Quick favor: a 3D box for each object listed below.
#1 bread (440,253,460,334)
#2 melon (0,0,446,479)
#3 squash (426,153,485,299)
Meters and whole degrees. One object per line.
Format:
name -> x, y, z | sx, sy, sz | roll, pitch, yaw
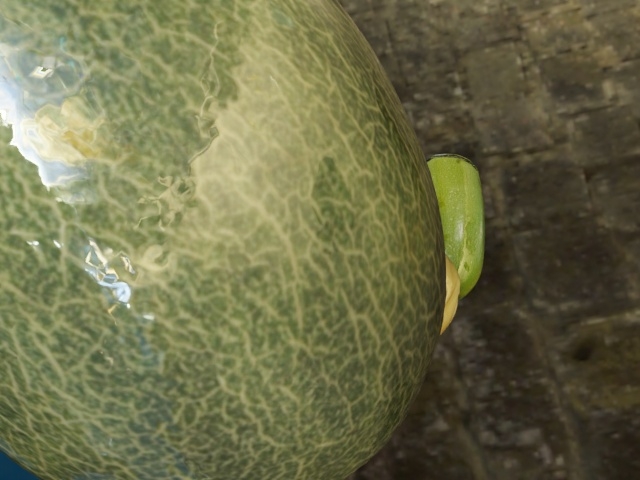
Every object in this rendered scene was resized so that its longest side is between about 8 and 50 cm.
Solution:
bread -> 0.000, 0.000, 0.919 | 0.311, 0.173, 0.121 | 45, -126, -20
melon -> -0.073, -0.018, 0.438 | 0.301, 0.237, 0.237 | 58, -165, -26
squash -> 0.151, -0.007, 1.159 | 0.095, 0.095, 0.188 | 71, -166, -45
